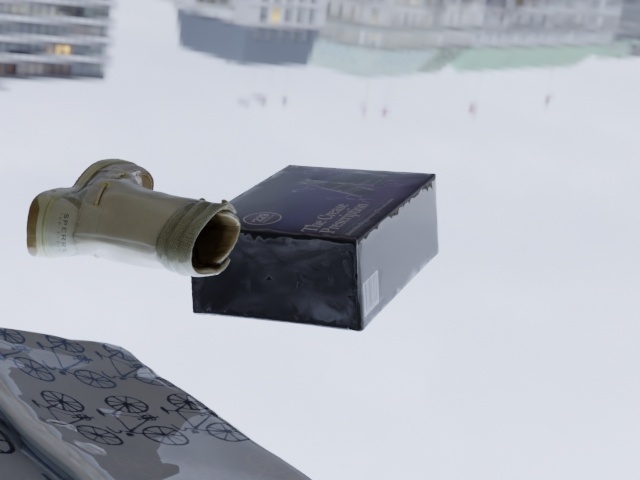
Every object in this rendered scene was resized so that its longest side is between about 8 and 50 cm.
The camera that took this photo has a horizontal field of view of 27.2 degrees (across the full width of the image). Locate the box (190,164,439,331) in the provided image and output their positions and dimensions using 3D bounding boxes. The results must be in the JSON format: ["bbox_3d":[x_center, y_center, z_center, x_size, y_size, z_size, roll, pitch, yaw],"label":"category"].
[{"bbox_3d":[0.000,0.000,1.393,0.184,0.103,0.261,2,-163,21],"label":"box"}]

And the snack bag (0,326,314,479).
[{"bbox_3d":[-0.191,0.115,0.832,0.342,0.037,0.323,11,-169,-40],"label":"snack bag"}]

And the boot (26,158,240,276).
[{"bbox_3d":[-0.150,-0.020,1.201,0.165,0.077,0.213,7,-165,13],"label":"boot"}]
